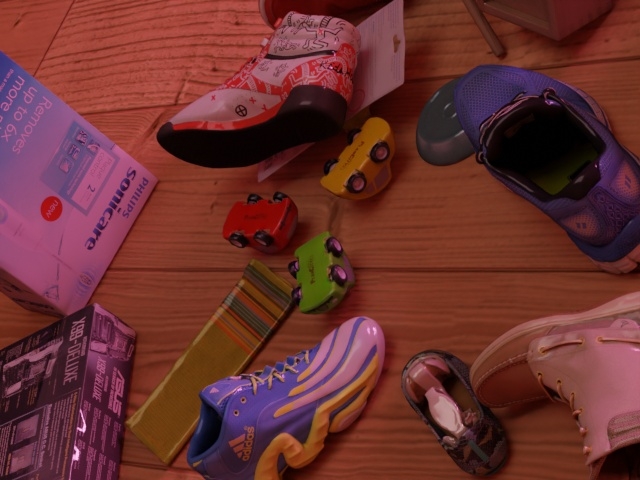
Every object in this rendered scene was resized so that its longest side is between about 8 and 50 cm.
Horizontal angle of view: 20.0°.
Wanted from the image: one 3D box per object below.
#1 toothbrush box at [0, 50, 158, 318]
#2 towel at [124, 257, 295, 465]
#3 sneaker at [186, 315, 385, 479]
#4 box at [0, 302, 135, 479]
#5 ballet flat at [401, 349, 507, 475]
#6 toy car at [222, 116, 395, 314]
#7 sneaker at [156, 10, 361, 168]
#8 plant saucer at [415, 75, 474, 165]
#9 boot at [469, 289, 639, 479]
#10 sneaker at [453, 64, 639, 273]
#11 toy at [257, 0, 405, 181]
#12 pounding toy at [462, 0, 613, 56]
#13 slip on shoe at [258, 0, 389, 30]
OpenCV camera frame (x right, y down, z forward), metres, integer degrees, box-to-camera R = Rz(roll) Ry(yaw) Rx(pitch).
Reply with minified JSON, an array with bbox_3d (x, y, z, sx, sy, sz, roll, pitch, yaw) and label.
[{"bbox_3d":[-0.378,-0.069,2.210,0.126,0.295,0.216,9,64,49],"label":"toothbrush box"},{"bbox_3d":[-0.119,0.130,1.988,0.237,0.021,0.102,-52,35,-3],"label":"towel"},{"bbox_3d":[-0.040,0.157,1.788,0.240,0.126,0.091,-54,36,-5],"label":"sneaker"},{"bbox_3d":[-0.336,0.247,2.065,0.242,0.076,0.307,-26,42,29],"label":"box"},{"bbox_3d":[0.114,0.145,1.688,0.070,0.070,0.188,-47,35,3],"label":"ballet flat"},{"bbox_3d":[0.000,0.000,1.952,0.239,0.053,0.225,-32,39,24],"label":"toy car"},{"bbox_3d":[-0.065,-0.174,2.063,0.270,0.090,0.145,-11,54,42],"label":"sneaker"},{"bbox_3d":[0.146,-0.135,1.946,0.119,0.021,0.119,-28,41,27],"label":"plant saucer"},{"bbox_3d":[0.224,0.144,1.563,0.213,0.077,0.165,-22,45,27],"label":"boot"},{"bbox_3d":[0.214,-0.103,1.737,0.130,0.147,0.330,-47,35,4],"label":"sneaker"},{"bbox_3d":[0.023,-0.163,2.074,0.237,0.056,0.137,-29,44,33],"label":"toy"},{"bbox_3d":[0.211,-0.290,1.929,0.094,0.181,0.206,-32,38,-24],"label":"pounding toy"},{"bbox_3d":[0.065,-0.327,2.133,0.331,0.123,0.101,-24,47,25],"label":"slip on shoe"}]
